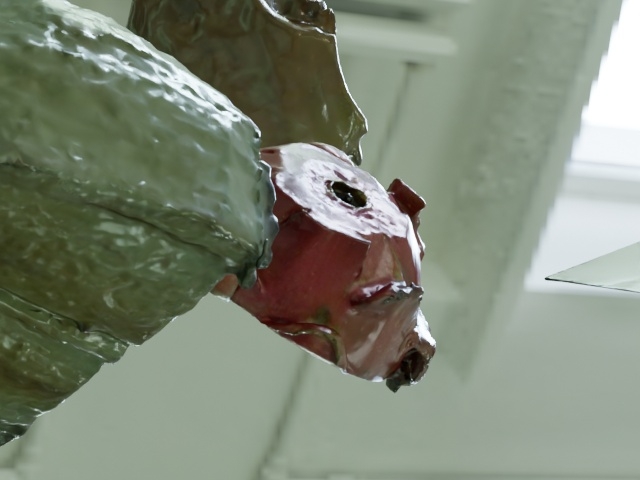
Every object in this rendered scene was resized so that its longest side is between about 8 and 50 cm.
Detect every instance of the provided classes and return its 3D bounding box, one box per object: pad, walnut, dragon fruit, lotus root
[{"bbox_3d":[0.224,0.004,1.022,0.127,0.190,0.004,8,-71,44],"label":"pad"},{"bbox_3d":[-0.062,-0.134,1.304,0.238,0.141,0.204,-149,-126,-76],"label":"walnut"},{"bbox_3d":[-0.001,0.000,0.702,0.068,0.126,0.112,-55,-137,5],"label":"dragon fruit"},{"bbox_3d":[-0.100,-0.018,0.505,0.143,0.144,0.070,-27,-134,33],"label":"lotus root"}]
